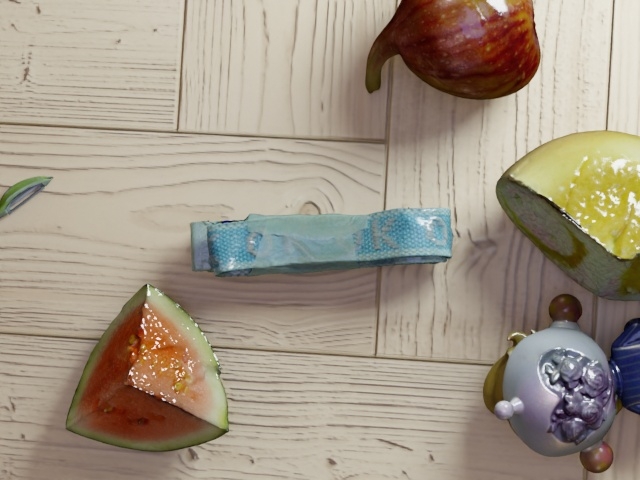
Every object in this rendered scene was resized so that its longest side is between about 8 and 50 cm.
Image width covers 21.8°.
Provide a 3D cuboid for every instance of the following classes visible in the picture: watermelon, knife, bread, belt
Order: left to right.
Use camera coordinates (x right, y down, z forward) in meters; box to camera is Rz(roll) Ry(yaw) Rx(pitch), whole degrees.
[{"bbox_3d":[-0.397,-0.028,1.976,0.184,0.022,0.026,-36,111,3],"label":"knife"},{"bbox_3d":[-0.197,0.148,1.919,0.193,0.137,0.145,0,54,6],"label":"watermelon"},{"bbox_3d":[0.000,0.000,1.899,0.302,0.087,0.072,-4,92,6],"label":"belt"},{"bbox_3d":[0.339,-0.030,1.840,0.261,0.158,0.156,39,75,18],"label":"bread"}]

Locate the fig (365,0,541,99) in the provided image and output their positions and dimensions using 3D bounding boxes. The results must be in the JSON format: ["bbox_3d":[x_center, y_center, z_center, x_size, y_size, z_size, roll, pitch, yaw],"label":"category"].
[{"bbox_3d":[0.138,-0.233,1.849,0.207,0.175,0.175,-4,88,11],"label":"fig"}]

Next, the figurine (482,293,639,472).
[{"bbox_3d":[0.324,0.166,1.845,0.274,0.133,0.194,10,90,-4],"label":"figurine"}]
